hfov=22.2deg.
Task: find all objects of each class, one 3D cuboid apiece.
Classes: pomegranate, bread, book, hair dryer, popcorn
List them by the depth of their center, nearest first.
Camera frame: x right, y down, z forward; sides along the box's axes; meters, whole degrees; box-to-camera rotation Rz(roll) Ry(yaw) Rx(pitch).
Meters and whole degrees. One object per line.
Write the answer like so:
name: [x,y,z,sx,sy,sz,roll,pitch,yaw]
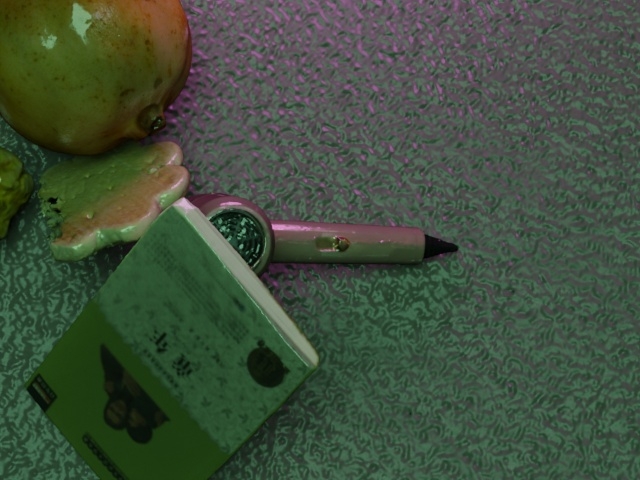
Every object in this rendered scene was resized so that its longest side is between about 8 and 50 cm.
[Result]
book: [-0.171,0.146,1.804,0.239,0.035,0.352,49,124,9]
bread: [-0.237,-0.052,1.881,0.182,0.251,0.039,-20,118,-5]
hair dryer: [0.000,0.000,1.885,0.344,0.189,0.106,0,92,-14]
pomegranate: [-0.272,-0.223,1.888,0.264,0.264,0.264,0,77,2]
popcorn: [-0.426,-0.055,1.917,0.167,0.148,0.152,-6,112,17]
